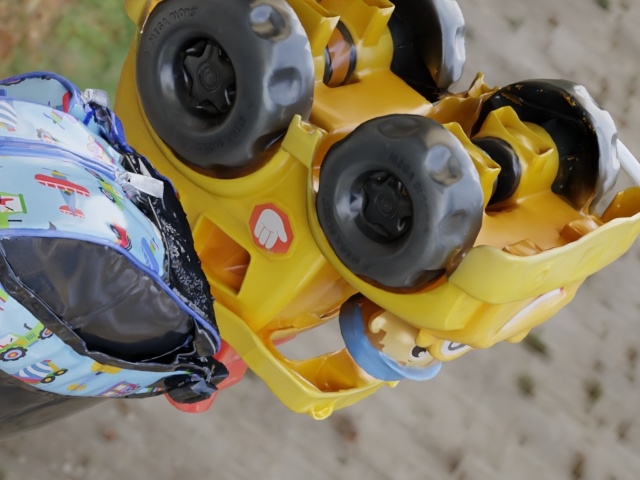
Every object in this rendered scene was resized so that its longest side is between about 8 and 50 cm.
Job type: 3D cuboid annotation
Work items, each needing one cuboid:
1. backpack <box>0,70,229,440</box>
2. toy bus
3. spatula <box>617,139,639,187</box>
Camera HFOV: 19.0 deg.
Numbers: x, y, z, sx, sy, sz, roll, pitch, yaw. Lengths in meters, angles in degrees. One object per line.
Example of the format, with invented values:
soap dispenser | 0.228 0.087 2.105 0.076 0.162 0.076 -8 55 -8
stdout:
backpack | -0.130 0.007 0.660 0.158 0.117 0.173 -19 159 8
toy bus | 0.000 0.000 0.824 0.149 0.220 0.211 -16 139 -53
spatula | 0.211 0.051 0.846 0.019 0.242 0.168 -43 -161 4
